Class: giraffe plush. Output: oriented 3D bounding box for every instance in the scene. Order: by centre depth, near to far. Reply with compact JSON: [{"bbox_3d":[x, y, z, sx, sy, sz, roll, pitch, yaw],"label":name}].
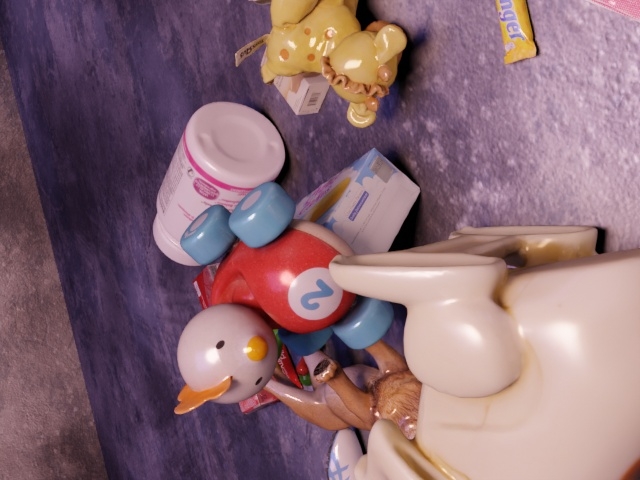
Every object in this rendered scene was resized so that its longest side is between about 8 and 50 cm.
[{"bbox_3d":[0.028,-0.242,0.879,0.170,0.210,0.181,33,163,15],"label":"giraffe plush"}]

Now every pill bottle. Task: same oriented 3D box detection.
[{"bbox_3d":[-0.181,-0.083,1.212,0.160,0.160,0.283,62,143,19],"label":"pill bottle"}]

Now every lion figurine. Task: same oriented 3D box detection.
[{"bbox_3d":[0.050,0.220,1.003,0.240,0.142,0.392,48,160,-21],"label":"lion figurine"}]

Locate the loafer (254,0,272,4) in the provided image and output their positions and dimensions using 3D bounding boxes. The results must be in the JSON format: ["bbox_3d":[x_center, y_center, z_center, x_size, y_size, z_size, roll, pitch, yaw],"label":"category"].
[{"bbox_3d":[-0.054,-0.410,0.986,0.251,0.087,0.094,-31,76,54],"label":"loafer"}]

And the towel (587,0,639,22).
[{"bbox_3d":[0.280,-0.269,0.566,0.144,0.029,0.197,28,129,10],"label":"towel"}]

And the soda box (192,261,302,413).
[{"bbox_3d":[-0.132,0.166,1.287,0.083,0.092,0.263,-39,69,52],"label":"soda box"}]

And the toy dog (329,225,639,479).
[{"bbox_3d":[0.223,0.200,0.679,0.395,0.284,0.408,1,100,35],"label":"toy dog"}]

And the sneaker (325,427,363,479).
[{"bbox_3d":[0.066,0.403,1.116,0.086,0.085,0.237,-12,88,29],"label":"sneaker"}]

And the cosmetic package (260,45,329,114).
[{"bbox_3d":[-0.038,-0.244,1.061,0.115,0.041,0.060,55,140,27],"label":"cosmetic package"}]

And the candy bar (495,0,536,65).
[{"bbox_3d":[0.193,-0.266,0.754,0.040,0.018,0.161,-10,94,55],"label":"candy bar"}]

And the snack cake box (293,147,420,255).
[{"bbox_3d":[0.000,0.000,0.980,0.089,0.152,0.264,40,146,-14],"label":"snack cake box"}]

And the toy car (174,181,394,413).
[{"bbox_3d":[-0.076,0.101,0.815,0.219,0.238,0.210,46,144,-22],"label":"toy car"}]

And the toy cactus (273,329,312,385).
[{"bbox_3d":[-0.049,0.121,1.165,0.180,0.112,0.219,-39,61,42],"label":"toy cactus"}]
